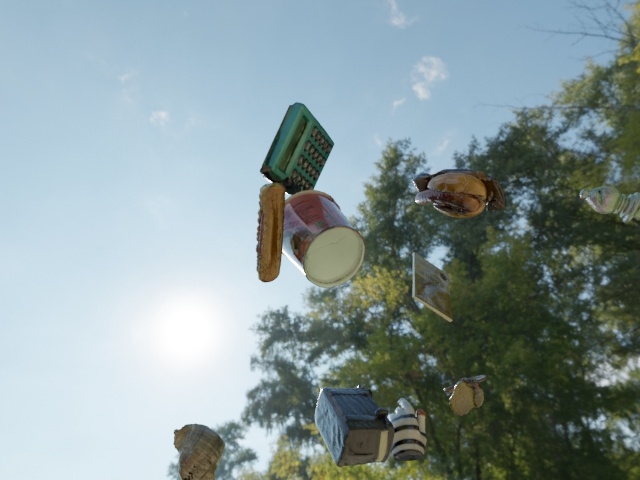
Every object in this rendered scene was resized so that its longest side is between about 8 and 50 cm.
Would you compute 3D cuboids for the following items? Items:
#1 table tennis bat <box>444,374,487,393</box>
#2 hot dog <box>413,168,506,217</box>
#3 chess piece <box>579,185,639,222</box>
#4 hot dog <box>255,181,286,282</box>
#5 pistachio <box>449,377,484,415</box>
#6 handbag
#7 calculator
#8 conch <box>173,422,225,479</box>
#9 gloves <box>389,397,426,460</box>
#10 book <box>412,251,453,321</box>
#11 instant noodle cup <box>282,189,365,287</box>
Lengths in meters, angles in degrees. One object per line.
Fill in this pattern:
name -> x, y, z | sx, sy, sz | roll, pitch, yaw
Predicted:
table tennis bat -> 0.524, 0.550, 1.458 | 0.169, 0.119, 0.107 | -11, -17, -22
hot dog -> 0.450, -0.143, 1.446 | 0.107, 0.325, 0.194 | -37, -72, -31
chess piece -> 0.792, -0.076, 1.038 | 0.271, 0.139, 0.139 | 22, -40, 19
hot dog -> -0.142, -0.020, 1.151 | 0.083, 0.068, 0.290 | -18, -58, -47
pistachio -> 0.465, 0.488, 1.315 | 0.049, 0.089, 0.173 | -35, -37, -42
handbag -> 0.104, 0.573, 1.289 | 0.181, 0.254, 0.182 | 8, -80, -21
calculator -> -0.061, -0.260, 1.307 | 0.249, 0.058, 0.274 | -65, -30, -5
conch -> -0.379, 0.661, 1.301 | 0.155, 0.207, 0.130 | -28, -10, -49
gloves -> 0.295, 0.655, 1.479 | 0.140, 0.219, 0.131 | -27, -52, 22
book -> 0.510, 0.206, 1.915 | 0.216, 0.311, 0.021 | 33, -54, -13
instant noodle cup -> 0.000, 0.000, 1.233 | 0.242, 0.231, 0.243 | -11, -61, -20
